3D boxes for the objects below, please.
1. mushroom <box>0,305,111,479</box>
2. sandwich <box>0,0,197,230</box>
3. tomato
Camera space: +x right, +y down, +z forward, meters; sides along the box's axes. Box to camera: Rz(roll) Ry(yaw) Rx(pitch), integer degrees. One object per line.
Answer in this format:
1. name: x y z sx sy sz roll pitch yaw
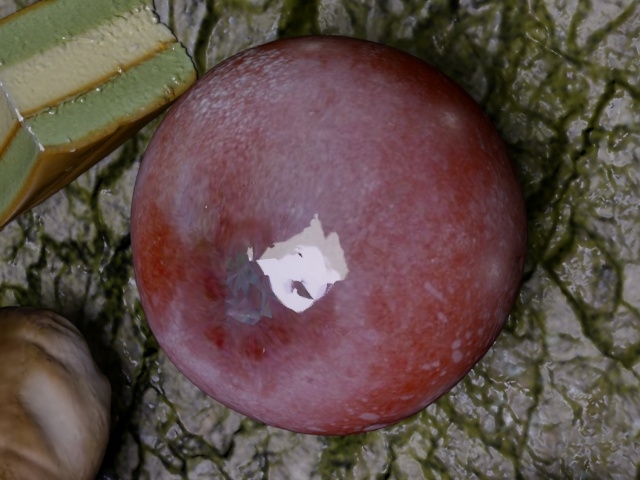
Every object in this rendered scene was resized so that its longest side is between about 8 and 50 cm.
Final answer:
1. mushroom: -0.268 0.257 1.080 0.224 0.313 0.397 -8 92 34
2. sandwich: -0.206 -0.105 1.155 0.117 0.144 0.187 59 149 4
3. tomato: 0.000 0.000 0.972 0.270 0.227 0.270 5 103 22
